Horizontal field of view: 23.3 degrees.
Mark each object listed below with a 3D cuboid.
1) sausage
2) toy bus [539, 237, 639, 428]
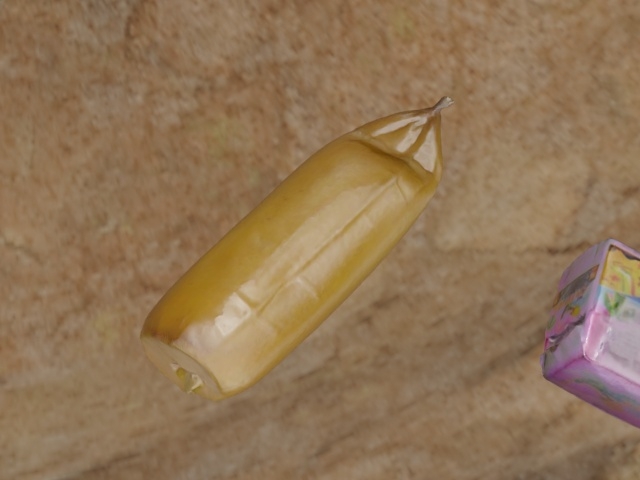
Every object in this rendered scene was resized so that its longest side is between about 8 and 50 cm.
[{"bbox_3d":[-0.004,-0.003,1.233,0.328,0.112,0.112,-44,124,-24],"label":"sausage"},{"bbox_3d":[0.301,0.106,1.157,0.274,0.112,0.090,27,151,-8],"label":"toy bus"}]
